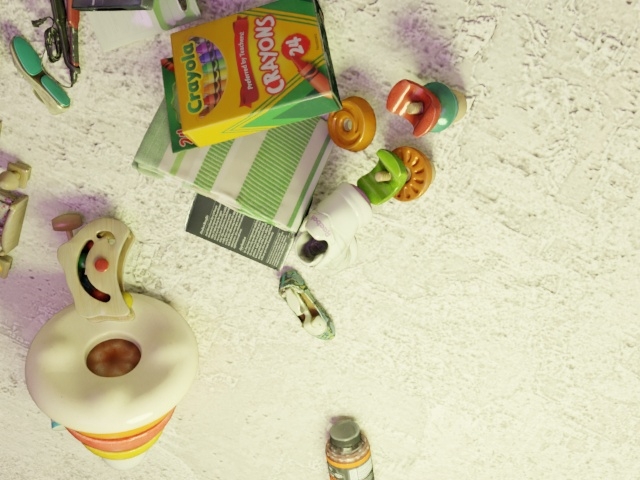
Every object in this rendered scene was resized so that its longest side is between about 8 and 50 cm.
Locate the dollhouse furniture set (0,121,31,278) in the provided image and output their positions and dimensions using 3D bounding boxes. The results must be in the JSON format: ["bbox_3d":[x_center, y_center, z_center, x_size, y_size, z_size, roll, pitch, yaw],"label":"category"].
[{"bbox_3d":[-0.794,-0.090,1.608,0.303,0.173,0.355,23,119,-1],"label":"dollhouse furniture set"}]

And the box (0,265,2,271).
[{"bbox_3d":[-0.740,0.030,1.663,0.081,0.028,0.136,13,144,12],"label":"box"}]

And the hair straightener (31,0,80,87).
[{"bbox_3d":[-0.497,-0.399,1.468,0.089,0.047,0.230,9,123,7],"label":"hair straightener"}]

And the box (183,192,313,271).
[{"bbox_3d":[-0.137,-0.054,1.507,0.207,0.153,0.108,23,120,0],"label":"box"}]

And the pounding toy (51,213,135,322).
[{"bbox_3d":[-0.455,0.050,1.641,0.154,0.155,0.269,-21,78,-8],"label":"pounding toy"}]

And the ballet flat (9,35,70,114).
[{"bbox_3d":[-0.558,-0.316,1.513,0.052,0.057,0.168,-23,110,31],"label":"ballet flat"}]

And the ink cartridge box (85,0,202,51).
[{"bbox_3d":[-0.317,-0.426,1.401,0.209,0.062,0.108,-13,112,17],"label":"ink cartridge box"}]

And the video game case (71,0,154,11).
[{"bbox_3d":[-0.326,-0.474,1.264,0.026,0.274,0.196,9,97,-40],"label":"video game case"}]

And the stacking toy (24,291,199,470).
[{"bbox_3d":[-0.448,0.383,1.748,0.351,0.350,0.479,12,134,5],"label":"stacking toy"}]

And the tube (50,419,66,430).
[{"bbox_3d":[-0.610,0.335,1.804,0.080,0.052,0.207,-22,67,18],"label":"tube"}]

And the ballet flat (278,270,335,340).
[{"bbox_3d":[-0.033,0.153,1.642,0.070,0.070,0.188,-28,109,23],"label":"ballet flat"}]

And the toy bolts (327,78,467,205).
[{"bbox_3d":[0.154,-0.205,1.402,0.218,0.159,0.228,54,129,20],"label":"toy bolts"}]

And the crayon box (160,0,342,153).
[{"bbox_3d":[-0.139,-0.287,1.350,0.319,0.081,0.202,-14,73,11],"label":"crayon box"}]

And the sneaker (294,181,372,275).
[{"bbox_3d":[0.000,0.000,1.462,0.114,0.152,0.305,46,159,14],"label":"sneaker"}]

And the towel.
[{"bbox_3d":[-0.150,-0.174,1.430,0.325,0.247,0.038,23,162,0],"label":"towel"}]

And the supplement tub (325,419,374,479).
[{"bbox_3d":[0.067,0.513,1.785,0.106,0.106,0.197,-3,116,13],"label":"supplement tub"}]
